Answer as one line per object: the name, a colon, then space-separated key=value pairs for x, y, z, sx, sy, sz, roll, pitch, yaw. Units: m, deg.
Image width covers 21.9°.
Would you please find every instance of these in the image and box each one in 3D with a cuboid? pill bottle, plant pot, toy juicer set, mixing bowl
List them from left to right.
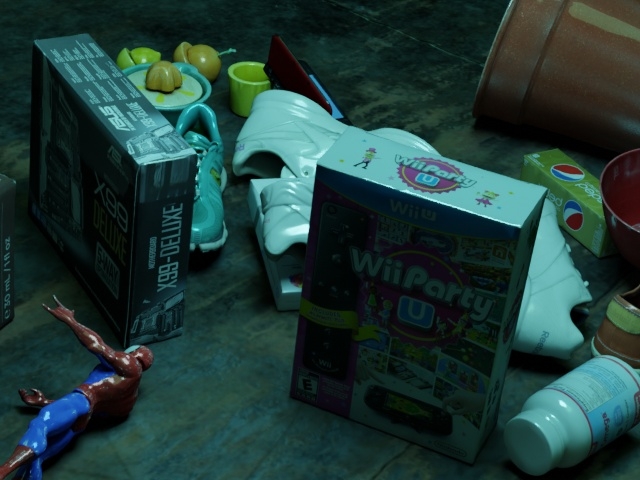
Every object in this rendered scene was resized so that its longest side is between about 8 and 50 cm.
toy juicer set: x=-0.242 y=-0.222 z=2.294 sx=0.329 sy=0.089 sz=0.209 roll=-19 pitch=41 yaw=-34
pill bottle: x=0.270 y=0.189 z=1.760 sx=0.087 sy=0.087 sz=0.160 roll=32 pitch=40 yaw=33
plant pot: x=0.389 y=-0.250 z=2.333 sx=0.265 sy=0.272 sz=0.272 roll=23 pitch=35 yaw=10
mixing bowl: x=0.426 y=-0.023 z=2.042 sx=0.181 sy=0.098 sz=0.181 roll=3 pitch=42 yaw=-3

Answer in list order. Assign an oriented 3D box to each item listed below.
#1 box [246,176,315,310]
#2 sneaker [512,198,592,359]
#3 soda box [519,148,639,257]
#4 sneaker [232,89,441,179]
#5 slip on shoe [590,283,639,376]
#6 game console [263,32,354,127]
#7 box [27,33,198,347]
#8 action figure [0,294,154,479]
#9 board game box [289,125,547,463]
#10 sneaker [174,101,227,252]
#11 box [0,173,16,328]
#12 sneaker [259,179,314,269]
box: x=0.000 y=0.000 z=2.006 sx=0.145 sy=0.038 sz=0.186 roll=-4 pitch=47 yaw=-17
sneaker: x=0.260 y=0.050 z=1.987 sx=0.129 sy=0.111 sz=0.297 roll=24 pitch=37 yaw=-4
soda box: x=0.339 y=-0.051 z=2.175 sx=0.061 sy=0.058 sz=0.181 roll=-13 pitch=38 yaw=-29
sneaker: x=0.029 y=-0.084 z=2.150 sx=0.305 sy=0.114 sz=0.152 roll=19 pitch=57 yaw=14
slip on shoe: x=0.456 y=0.076 z=1.964 sx=0.331 sy=0.101 sz=0.123 roll=-16 pitch=38 yaw=-34
game console: x=-0.007 y=-0.213 z=2.271 sx=0.124 sy=0.085 sz=0.144 roll=-14 pitch=63 yaw=-49
box: x=-0.246 y=-0.063 z=1.903 sx=0.076 sy=0.242 sz=0.307 roll=-12 pitch=38 yaw=-28
action figure: x=-0.285 y=0.161 z=1.680 sx=0.139 sy=0.091 sz=0.280 roll=32 pitch=39 yaw=19
board game box: x=0.095 y=0.058 z=1.725 sx=0.224 sy=0.303 sz=0.097 roll=18 pitch=34 yaw=17
sneaker: x=-0.166 y=-0.077 z=2.063 sx=0.107 sy=0.110 sz=0.275 roll=4 pitch=33 yaw=-6
box: x=-0.473 y=0.071 z=1.694 sx=0.143 sy=0.191 sz=0.381 roll=21 pitch=35 yaw=20
sneaker: x=0.034 y=0.011 z=1.933 sx=0.232 sy=0.090 sz=0.115 roll=12 pitch=70 yaw=-12
